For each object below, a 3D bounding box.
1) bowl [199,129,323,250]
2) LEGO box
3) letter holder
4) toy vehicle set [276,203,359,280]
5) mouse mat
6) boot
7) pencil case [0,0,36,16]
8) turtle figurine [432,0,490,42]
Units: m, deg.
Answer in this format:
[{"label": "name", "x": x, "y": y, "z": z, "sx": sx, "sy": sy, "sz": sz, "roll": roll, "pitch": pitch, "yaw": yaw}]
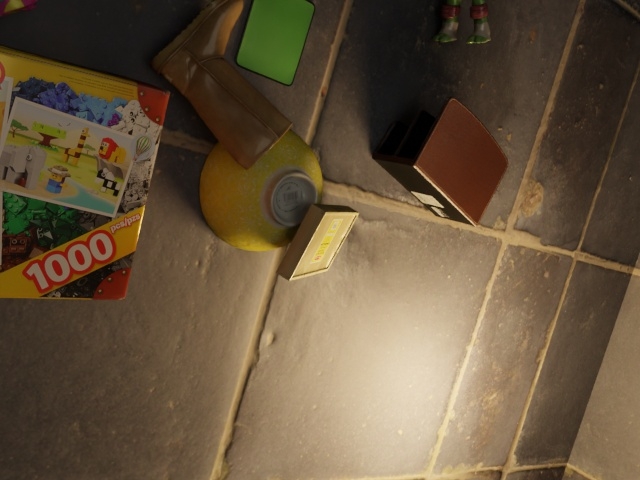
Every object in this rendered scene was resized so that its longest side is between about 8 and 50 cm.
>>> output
[{"label": "bowl", "x": -0.095, "y": -0.101, "z": 1.403, "sx": 0.290, "sy": 0.156, "sz": 0.289, "roll": -12, "pitch": 111, "yaw": -33}, {"label": "LEGO box", "x": -0.531, "y": -0.117, "z": 1.002, "sx": 0.500, "sy": 0.193, "sz": 0.372, "roll": 5, "pitch": 104, "yaw": -41}, {"label": "letter holder", "x": 0.317, "y": -0.210, "z": 1.673, "sx": 0.302, "sy": 0.152, "sz": 0.214, "roll": 36, "pitch": 80, "yaw": -38}, {"label": "toy vehicle set", "x": 0.000, "y": 0.000, "z": 1.465, "sx": 0.166, "sy": 0.035, "sz": 0.267, "roll": -61, "pitch": 165, "yaw": 10}, {"label": "mouse mat", "x": -0.094, "y": -0.439, "z": 1.393, "sx": 0.153, "sy": 0.007, "sz": 0.189, "roll": 14, "pitch": 97, "yaw": -38}, {"label": "boot", "x": -0.157, "y": -0.313, "z": 1.278, "sx": 0.236, "sy": 0.089, "sz": 0.269, "roll": -45, "pitch": 101, "yaw": -2}, {"label": "pencil case", "x": -0.533, "y": -0.459, "z": 1.013, "sx": 0.104, "sy": 0.104, "sz": 0.236, "roll": -36, "pitch": 124, "yaw": -22}, {"label": "turtle figurine", "x": 0.327, "y": -0.598, "z": 1.534, "sx": 0.198, "sy": 0.274, "sz": 0.266, "roll": -3, "pitch": 114, "yaw": 0}]
